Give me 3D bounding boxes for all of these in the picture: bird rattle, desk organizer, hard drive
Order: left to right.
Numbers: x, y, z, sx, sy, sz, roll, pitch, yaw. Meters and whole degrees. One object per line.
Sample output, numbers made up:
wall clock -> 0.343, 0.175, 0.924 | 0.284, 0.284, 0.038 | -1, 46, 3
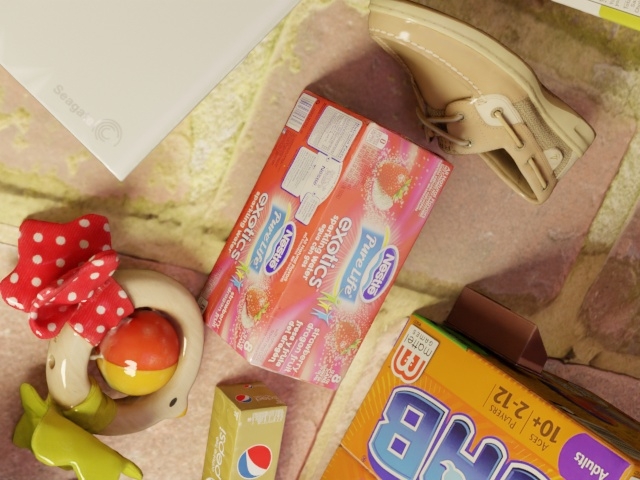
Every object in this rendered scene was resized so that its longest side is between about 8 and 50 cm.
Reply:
bird rattle -> -0.202, 0.098, 1.102 | 0.207, 0.143, 0.253 | -5, 100, -44
hard drive -> -0.129, -0.229, 0.969 | 0.203, 0.040, 0.307 | 45, 85, -10
desk organizer -> 0.204, 0.101, 1.332 | 0.047, 0.130, 0.050 | 25, 93, -37

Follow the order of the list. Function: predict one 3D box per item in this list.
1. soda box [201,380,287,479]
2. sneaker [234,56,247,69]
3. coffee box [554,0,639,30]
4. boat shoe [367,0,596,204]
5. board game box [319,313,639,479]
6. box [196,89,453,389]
soda box -> -0.086, 0.243, 1.248 | 0.058, 0.061, 0.181 | -1, 111, -32
sneaker -> -0.056, -0.263, 1.035 | 0.086, 0.085, 0.237 | 30, 89, -31
coffee box -> 0.436, -0.351, 1.156 | 0.337, 0.334, 0.338 | 5, 109, -36
boat shoe -> 0.160, -0.136, 1.205 | 0.341, 0.121, 0.110 | 29, 92, -39
board game box -> 0.237, 0.353, 1.319 | 0.356, 0.356, 0.356 | 25, 95, -37
box -> 0.000, 0.000, 1.156 | 0.122, 0.128, 0.257 | 23, 96, -37
